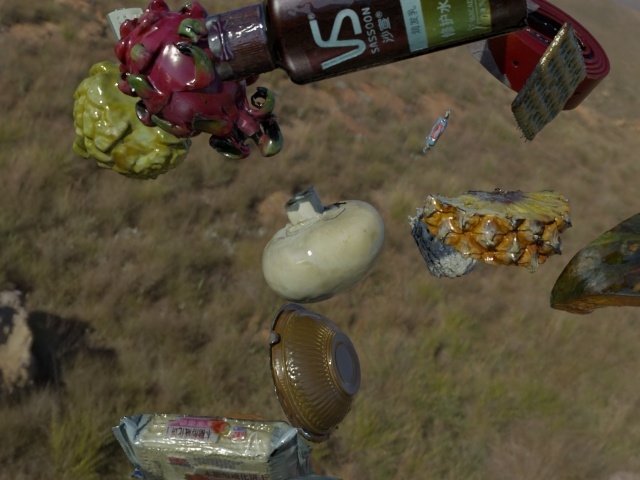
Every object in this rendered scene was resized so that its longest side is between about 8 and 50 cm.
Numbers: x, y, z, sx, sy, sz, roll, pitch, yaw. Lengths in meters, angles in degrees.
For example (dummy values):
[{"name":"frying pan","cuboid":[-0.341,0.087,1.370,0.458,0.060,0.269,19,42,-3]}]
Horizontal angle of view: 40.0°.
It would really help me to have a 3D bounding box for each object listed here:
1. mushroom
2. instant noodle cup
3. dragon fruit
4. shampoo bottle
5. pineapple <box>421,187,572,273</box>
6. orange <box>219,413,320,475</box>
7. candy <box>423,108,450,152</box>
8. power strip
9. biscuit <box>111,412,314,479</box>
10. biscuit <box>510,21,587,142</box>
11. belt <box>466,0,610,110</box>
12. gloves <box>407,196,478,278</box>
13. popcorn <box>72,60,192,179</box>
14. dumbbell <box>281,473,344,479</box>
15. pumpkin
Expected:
[{"name":"mushroom","cuboid":[0.000,0.000,1.624,0.202,0.246,0.246,68,21,-10]},{"name":"instant noodle cup","cuboid":[0.009,0.239,1.653,0.274,0.090,0.274,44,37,-47]},{"name":"dragon fruit","cuboid":[-0.189,-0.243,1.365,0.273,0.218,0.198,52,-1,-36]},{"name":"shampoo bottle","cuboid":[0.044,-0.236,0.909,0.323,0.129,0.084,-12,41,6]},{"name":"pineapple","cuboid":[0.259,-0.012,1.184,0.233,0.079,0.135,-2,23,-23]},{"name":"orange","cuboid":[-0.136,0.509,1.698,0.293,0.341,0.340,9,23,1]},{"name":"candy","cuboid":[0.197,-0.185,1.486,0.020,0.083,0.030,32,20,4]},{"name":"power strip","cuboid":[-0.294,-0.291,1.487,0.060,0.027,0.253,-18,77,-26]},{"name":"biscuit","cuboid":[-0.164,0.336,1.407,0.309,0.186,0.079,5,52,4]},{"name":"biscuit","cuboid":[0.310,-0.204,1.191,0.016,0.144,0.203,35,4,22]},{"name":"belt","cuboid":[0.448,-0.411,1.859,0.324,0.115,0.227,28,44,-11]},{"name":"gloves","cuboid":[0.211,0.001,1.521,0.070,0.114,0.153,20,33,-49]},{"name":"popcorn","cuboid":[-0.367,-0.235,1.709,0.256,0.255,0.195,49,-3,1]},{"name":"dumbbell","cuboid":[-0.012,0.495,1.178,0.179,0.179,0.406,19,39,-17]},{"name":"pumpkin","cuboid":[0.447,0.014,1.022,0.258,0.290,0.095,35,-9,44]}]
